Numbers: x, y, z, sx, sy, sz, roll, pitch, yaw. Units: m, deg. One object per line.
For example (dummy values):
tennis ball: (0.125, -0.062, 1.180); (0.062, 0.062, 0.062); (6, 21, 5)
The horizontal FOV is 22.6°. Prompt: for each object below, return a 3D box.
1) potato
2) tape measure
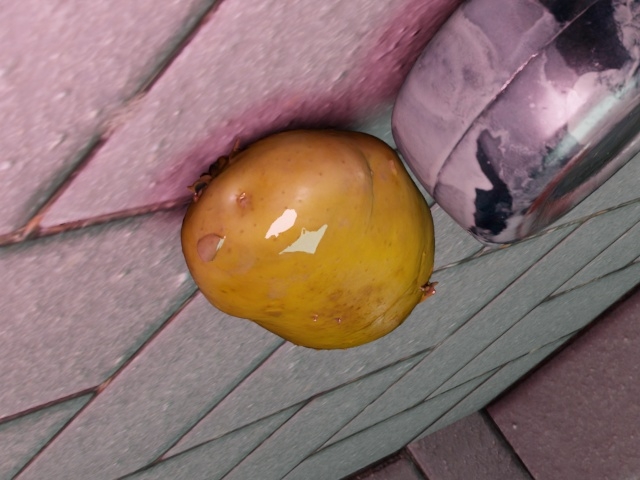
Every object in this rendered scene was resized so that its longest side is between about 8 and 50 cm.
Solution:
potato: (0.000, 0.000, 1.200); (0.173, 0.140, 0.300); (-43, 157, 4)
tape measure: (0.171, -0.118, 1.170); (0.256, 0.147, 0.275); (-39, 166, -15)
